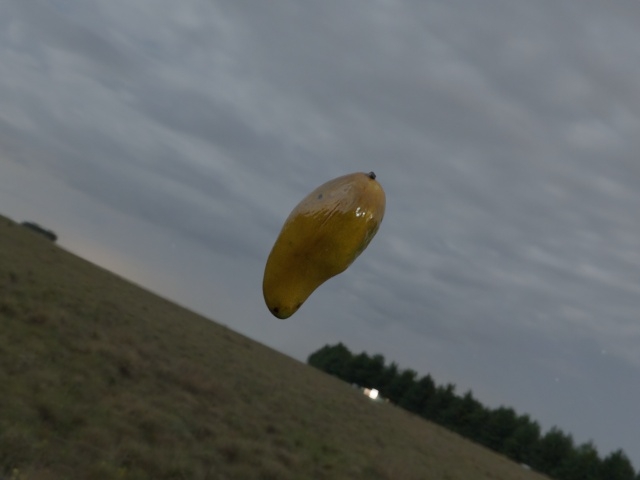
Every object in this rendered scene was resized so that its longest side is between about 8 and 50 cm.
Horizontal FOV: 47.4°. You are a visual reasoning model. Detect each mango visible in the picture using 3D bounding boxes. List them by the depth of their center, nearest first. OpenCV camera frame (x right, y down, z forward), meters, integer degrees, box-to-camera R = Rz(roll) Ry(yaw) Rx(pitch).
[{"bbox_3d":[0.000,0.000,0.777,0.075,0.190,0.098,21,31,-34],"label":"mango"}]
